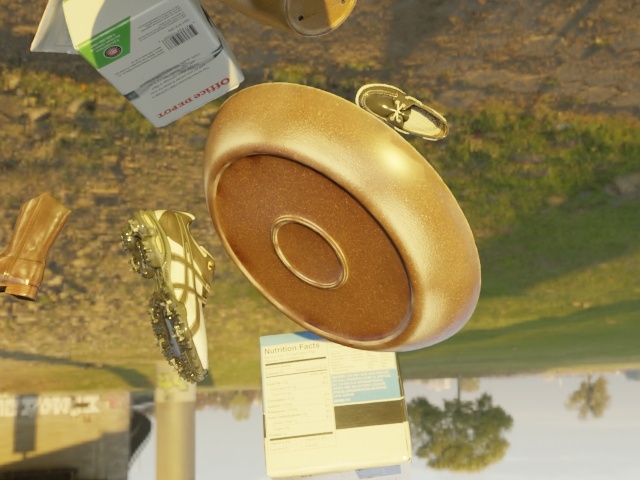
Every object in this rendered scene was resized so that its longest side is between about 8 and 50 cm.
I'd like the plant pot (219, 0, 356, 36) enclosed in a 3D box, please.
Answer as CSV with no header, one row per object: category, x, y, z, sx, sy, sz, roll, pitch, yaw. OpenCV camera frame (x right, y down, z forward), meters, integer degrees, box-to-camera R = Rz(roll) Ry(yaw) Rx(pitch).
plant pot,-0.058,-0.404,1.079,0.237,0.254,0.237,-24,144,-19

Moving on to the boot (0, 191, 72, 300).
boot,-0.326,-0.001,0.790,0.106,0.114,0.037,13,161,-1

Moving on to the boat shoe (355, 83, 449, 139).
boat shoe,0.102,-0.154,0.918,0.125,0.046,0.038,21,-165,-26

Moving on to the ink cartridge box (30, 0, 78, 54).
ink cartridge box,-0.366,-0.456,1.201,0.091,0.308,0.385,26,-166,-4

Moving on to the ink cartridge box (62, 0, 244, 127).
ink cartridge box,-0.214,-0.260,1.005,0.153,0.087,0.208,-26,155,5

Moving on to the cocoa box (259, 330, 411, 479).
cocoa box,0.035,0.306,1.321,0.231,0.228,0.347,-7,156,3

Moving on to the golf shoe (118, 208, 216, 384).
golf shoe,-0.145,0.054,0.829,0.093,0.198,0.077,-14,172,-39

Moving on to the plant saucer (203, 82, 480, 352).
plant saucer,0.000,0.000,0.713,0.310,0.311,0.050,-14,-153,50
